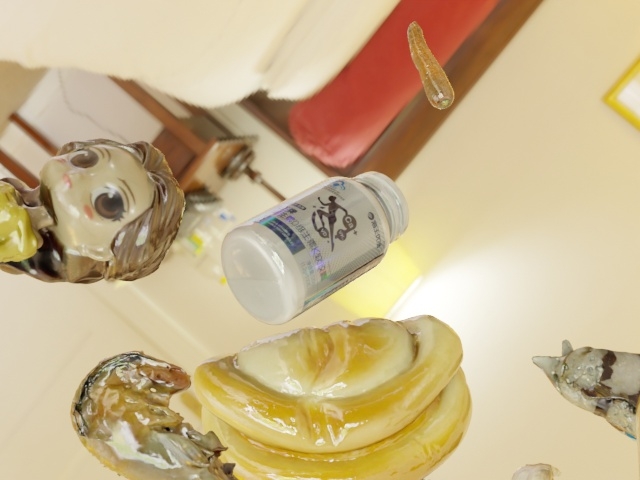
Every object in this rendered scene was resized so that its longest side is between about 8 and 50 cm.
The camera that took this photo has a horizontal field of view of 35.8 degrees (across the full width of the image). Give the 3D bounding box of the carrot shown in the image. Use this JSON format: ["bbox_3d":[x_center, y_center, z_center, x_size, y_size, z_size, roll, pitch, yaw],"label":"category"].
[{"bbox_3d":[0.190,-0.311,1.756,0.047,0.191,0.047,-13,148,-8],"label":"carrot"}]

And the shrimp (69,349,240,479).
[{"bbox_3d":[-0.116,0.199,0.951,0.066,0.262,0.117,-91,-154,-83],"label":"shrimp"}]

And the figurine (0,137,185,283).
[{"bbox_3d":[-0.244,-0.004,0.701,0.315,0.187,0.168,-18,123,-30],"label":"figurine"}]

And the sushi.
[{"bbox_3d":[0.492,0.262,1.674,0.134,0.272,0.109,-57,143,-39],"label":"sushi"}]

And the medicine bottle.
[{"bbox_3d":[0.000,0.000,1.009,0.191,0.107,0.107,-30,163,-37],"label":"medicine bottle"}]

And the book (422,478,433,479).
[{"bbox_3d":[0.212,0.555,1.961,0.228,0.024,0.160,-7,-108,52],"label":"book"}]

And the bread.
[{"bbox_3d":[0.021,0.235,1.555,0.423,0.245,0.329,-10,-156,-4],"label":"bread"}]

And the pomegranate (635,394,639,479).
[{"bbox_3d":[0.549,0.289,1.270,0.332,0.332,0.332,-49,174,-7],"label":"pomegranate"}]

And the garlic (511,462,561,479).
[{"bbox_3d":[0.349,0.406,1.633,0.094,0.074,0.113,-63,168,-13],"label":"garlic"}]
